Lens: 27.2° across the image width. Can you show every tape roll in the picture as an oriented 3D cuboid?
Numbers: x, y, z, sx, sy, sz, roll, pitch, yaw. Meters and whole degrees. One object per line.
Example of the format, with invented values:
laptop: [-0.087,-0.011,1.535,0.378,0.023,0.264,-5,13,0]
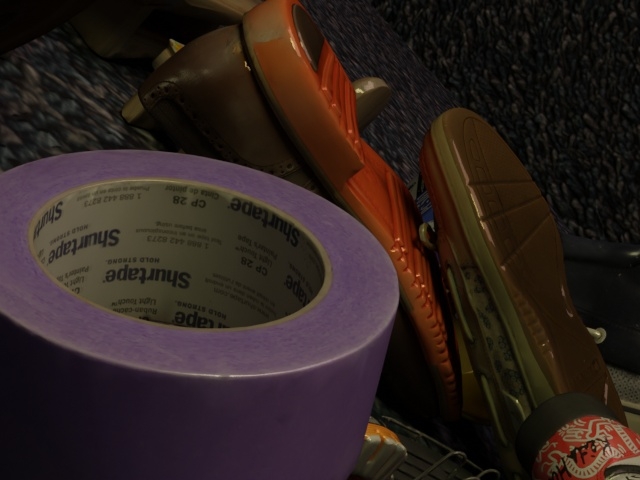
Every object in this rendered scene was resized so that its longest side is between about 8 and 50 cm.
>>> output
tape roll: [-0.065,0.036,0.570,0.189,0.080,0.189,10,28,-5]

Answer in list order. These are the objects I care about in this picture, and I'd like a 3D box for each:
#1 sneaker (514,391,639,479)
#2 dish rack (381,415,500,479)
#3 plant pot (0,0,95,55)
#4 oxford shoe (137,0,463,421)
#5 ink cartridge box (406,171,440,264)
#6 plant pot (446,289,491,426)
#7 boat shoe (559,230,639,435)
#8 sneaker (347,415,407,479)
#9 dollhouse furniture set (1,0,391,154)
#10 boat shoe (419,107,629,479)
sneaker: [0.243,0.207,0.848,0.270,0.090,0.145,33,17,-32]
dish rack: [0.132,0.214,0.829,0.208,0.074,0.271,35,17,-40]
plant pot: [-0.228,-0.216,0.724,0.229,0.263,0.263,64,15,-2]
oxford shoe: [0.000,0.000,0.950,0.130,0.132,0.364,-90,155,-59]
ink cartridge box: [0.095,-0.016,1.283,0.046,0.097,0.207,44,15,-8]
plant pot: [0.136,0.083,1.115,0.134,0.134,0.095,43,-9,-12]
boat shoe: [0.310,0.092,0.988,0.340,0.158,0.127,12,-2,15]
sneaker: [-0.032,0.098,0.674,0.215,0.084,0.083,25,21,-52]
dollhouse furniture set: [-0.123,-0.259,1.018,0.362,0.256,0.394,51,16,18]
boat shoe: [0.126,0.046,0.946,0.104,0.089,0.285,-12,80,-52]
